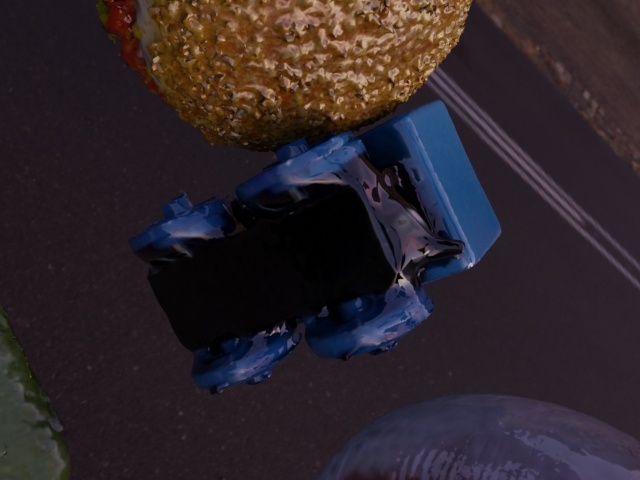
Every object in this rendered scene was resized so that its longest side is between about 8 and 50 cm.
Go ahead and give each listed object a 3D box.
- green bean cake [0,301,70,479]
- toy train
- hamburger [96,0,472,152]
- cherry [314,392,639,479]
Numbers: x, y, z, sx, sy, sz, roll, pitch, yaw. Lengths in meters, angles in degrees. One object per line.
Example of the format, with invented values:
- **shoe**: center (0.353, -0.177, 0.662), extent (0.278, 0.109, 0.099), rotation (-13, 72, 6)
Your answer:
- **green bean cake**: center (-0.269, 0.106, 0.363), extent (0.200, 0.113, 0.214), rotation (-18, 70, -45)
- **toy train**: center (0.000, 0.000, 0.626), extent (0.265, 0.300, 0.188), rotation (-32, 98, -55)
- **hamburger**: center (-0.016, -0.190, 0.519), extent (0.276, 0.294, 0.179), rotation (75, -5, -57)
- **cherry**: center (0.138, 0.272, 0.528), extent (0.326, 0.335, 0.291), rotation (11, 71, 11)
